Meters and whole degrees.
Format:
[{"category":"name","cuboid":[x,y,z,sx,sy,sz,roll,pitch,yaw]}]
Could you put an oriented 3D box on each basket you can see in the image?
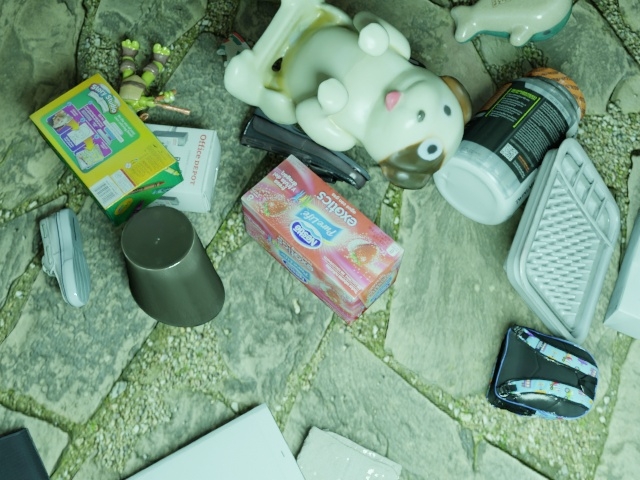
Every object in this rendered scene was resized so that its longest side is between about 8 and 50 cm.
[{"category":"basket","cuboid":[-0.283,0.043,1.460,0.204,0.227,0.154,28,67,13]}]

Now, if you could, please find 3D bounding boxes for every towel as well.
[{"category":"towel","cuboid":[0.009,0.476,1.352,0.187,0.049,0.282,24,67,12]}]

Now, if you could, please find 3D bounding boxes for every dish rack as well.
[{"category":"dish rack","cuboid":[0.457,0.004,1.504,0.072,0.285,0.332,-1,55,44]}]

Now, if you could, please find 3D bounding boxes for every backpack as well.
[{"category":"backpack","cuboid":[0.404,0.251,1.430,0.173,0.117,0.158,17,64,8]}]

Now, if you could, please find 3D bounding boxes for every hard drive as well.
[{"category":"hard drive","cuboid":[-0.598,0.446,1.350,0.255,0.054,0.172,-28,68,-14]},{"category":"hard drive","cuboid":[-0.184,0.438,1.340,0.308,0.040,0.203,-28,60,-7]}]

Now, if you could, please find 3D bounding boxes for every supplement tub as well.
[{"category":"supplement tub","cuboid":[0.391,-0.199,1.610,0.194,0.193,0.316,38,70,16]}]

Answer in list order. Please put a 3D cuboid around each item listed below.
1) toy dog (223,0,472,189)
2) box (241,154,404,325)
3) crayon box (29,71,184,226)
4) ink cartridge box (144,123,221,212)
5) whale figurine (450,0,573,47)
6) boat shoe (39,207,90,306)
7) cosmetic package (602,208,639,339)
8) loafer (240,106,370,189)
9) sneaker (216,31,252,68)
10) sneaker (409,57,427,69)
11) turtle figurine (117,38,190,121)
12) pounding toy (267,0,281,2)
[{"category":"toy dog","cuboid":[0.078,-0.262,1.516,0.408,0.395,0.284,32,77,26]},{"category":"box","cuboid":[0.000,0.000,1.529,0.300,0.154,0.142,42,70,16]},{"category":"crayon box","cuboid":[-0.419,-0.182,1.549,0.165,0.081,0.278,-37,70,-15]},{"category":"ink cartridge box","cuboid":[-0.326,-0.152,1.630,0.218,0.092,0.158,6,65,1]},{"category":"whale figurine","cuboid":[0.444,-0.522,1.826,0.272,0.141,0.216,-16,62,18]},{"category":"boat shoe","cuboid":[-0.506,0.041,1.548,0.076,0.083,0.226,-20,54,2]},{"category":"cosmetic package","cuboid":[0.775,0.103,1.522,0.378,0.097,0.284,23,67,10]},{"category":"loafer","cuboid":[-0.037,-0.174,1.655,0.303,0.109,0.095,33,87,21]},{"category":"sneaker","cuboid":[-0.172,-0.395,1.782,0.075,0.057,0.161,-39,71,0]},{"category":"sneaker","cuboid":[0.122,-0.371,1.770,0.224,0.083,0.098,15,85,11]},{"category":"turtle figurine","cuboid":[-0.393,-0.332,1.721,0.270,0.087,0.217,3,58,10]},{"category":"pounding toy","cuboid":[-0.086,-0.657,1.891,0.206,0.094,0.181,4,58,-9]}]
